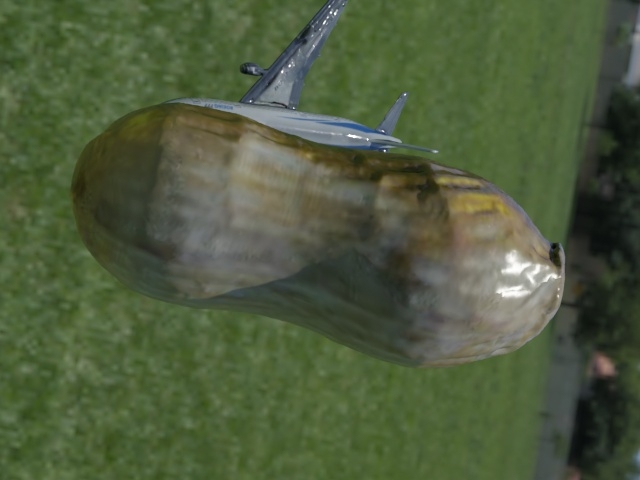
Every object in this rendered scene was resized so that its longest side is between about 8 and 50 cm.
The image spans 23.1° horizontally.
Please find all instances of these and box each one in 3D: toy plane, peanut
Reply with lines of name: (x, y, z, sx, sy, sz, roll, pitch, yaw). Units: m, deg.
toy plane: (-0.024, -0.081, 1.142, 0.058, 0.226, 0.226, 22, -76, 61)
peanut: (0.000, 0.000, 0.638, 0.087, 0.207, 0.087, -166, -90, -85)
